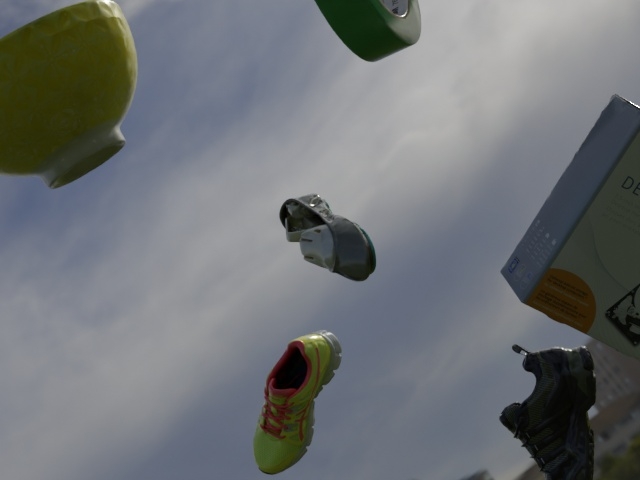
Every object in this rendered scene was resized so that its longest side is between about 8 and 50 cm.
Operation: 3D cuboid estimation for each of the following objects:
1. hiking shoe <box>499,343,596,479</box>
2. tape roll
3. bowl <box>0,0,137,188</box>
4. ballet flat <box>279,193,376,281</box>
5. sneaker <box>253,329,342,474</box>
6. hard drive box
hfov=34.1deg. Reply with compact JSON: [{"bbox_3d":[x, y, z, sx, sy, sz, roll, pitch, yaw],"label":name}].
[{"bbox_3d":[0.276,0.239,1.276,0.114,0.226,0.086,2,-8,17],"label":"hiking shoe"},{"bbox_3d":[0.056,-0.448,1.675,0.077,0.321,0.321,-21,-13,24],"label":"tape roll"},{"bbox_3d":[-0.336,-0.160,1.324,0.289,0.156,0.289,-34,1,1],"label":"bowl"},{"bbox_3d":[0.000,0.000,1.202,0.068,0.213,0.072,-8,-70,-15],"label":"ballet flat"},{"bbox_3d":[-0.049,0.215,1.398,0.094,0.081,0.208,13,-82,-62],"label":"sneaker"},{"bbox_3d":[0.334,-0.009,1.113,0.232,0.181,0.089,-61,16,15],"label":"hard drive box"}]
